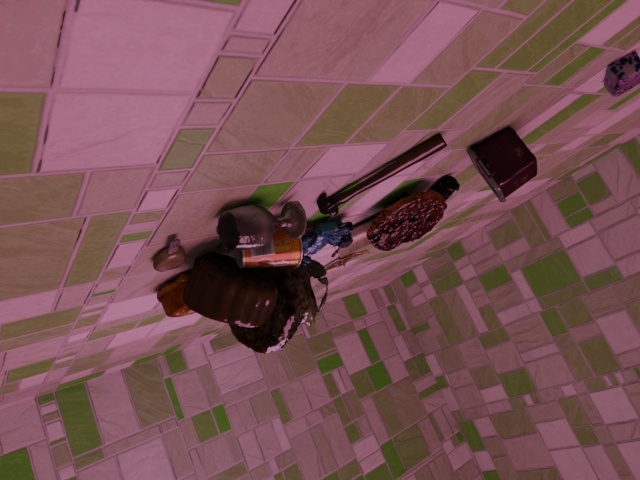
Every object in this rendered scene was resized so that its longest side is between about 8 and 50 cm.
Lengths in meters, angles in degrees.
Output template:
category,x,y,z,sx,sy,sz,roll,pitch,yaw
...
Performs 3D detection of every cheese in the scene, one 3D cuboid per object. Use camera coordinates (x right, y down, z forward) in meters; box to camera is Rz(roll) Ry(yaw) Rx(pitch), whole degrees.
category,x,y,z,sx,sy,sz,roll,pitch,yaw
cheese,-0.423,0.037,1.431,0.097,0.037,0.192,-18,166,-28

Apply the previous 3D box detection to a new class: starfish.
category,x,y,z,sx,sy,sz,roll,pitch,yaw
starfish,0.123,0.102,2.566,0.138,0.050,0.247,-12,169,-41

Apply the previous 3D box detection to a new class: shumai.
category,x,y,z,sx,sy,sz,roll,pitch,yaw
shumai,-0.139,0.236,1.905,0.395,0.394,0.348,-34,153,34

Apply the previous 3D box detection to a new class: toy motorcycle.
category,x,y,z,sx,sy,sz,roll,pitch,yaw
toy motorcycle,0.000,0.000,1.833,0.272,0.123,0.182,-12,152,-38

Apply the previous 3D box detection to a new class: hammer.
category,x,y,z,sx,sy,sz,roll,pitch,yaw
hammer,0.183,-0.199,1.554,0.440,0.044,0.168,-29,167,17

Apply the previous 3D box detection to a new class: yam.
category,x,y,z,sx,sy,sz,roll,pitch,yaw
yam,0.297,-0.151,1.948,0.033,0.027,0.129,-8,159,-46

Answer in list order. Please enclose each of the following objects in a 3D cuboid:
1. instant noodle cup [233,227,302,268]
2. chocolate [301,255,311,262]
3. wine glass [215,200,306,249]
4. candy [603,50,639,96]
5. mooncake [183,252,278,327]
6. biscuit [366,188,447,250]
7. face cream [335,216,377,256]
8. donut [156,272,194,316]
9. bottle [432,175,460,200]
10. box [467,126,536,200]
category,x,y,z,sx,sy,sz,roll,pitch,yaw
instant noodle cup,-0.170,0.018,1.566,0.185,0.168,0.168,-9,161,-22
chocolate,-0.075,0.108,2.120,0.133,0.156,0.156,-33,176,-46
wine glass,-0.160,-0.043,1.395,0.241,0.126,0.126,-11,161,-42
candy,0.956,-0.518,1.577,0.092,0.073,0.160,-31,165,20
mooncake,-0.277,0.153,1.595,0.290,0.291,0.161,5,106,-63
biscuit,0.334,-0.084,1.969,0.334,0.081,0.290,-38,146,23
face cream,0.220,-0.039,2.116,0.349,0.081,0.173,-24,159,2
donut,-0.459,0.188,1.780,0.227,0.113,0.226,-24,166,-6
bottle,0.476,-0.184,2.035,0.244,0.082,0.072,124,-10,-66
box,0.654,-0.270,1.788,0.168,0.193,0.294,-37,162,16
